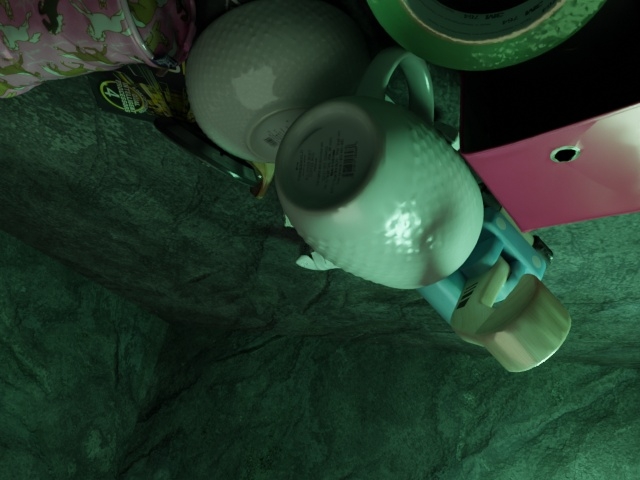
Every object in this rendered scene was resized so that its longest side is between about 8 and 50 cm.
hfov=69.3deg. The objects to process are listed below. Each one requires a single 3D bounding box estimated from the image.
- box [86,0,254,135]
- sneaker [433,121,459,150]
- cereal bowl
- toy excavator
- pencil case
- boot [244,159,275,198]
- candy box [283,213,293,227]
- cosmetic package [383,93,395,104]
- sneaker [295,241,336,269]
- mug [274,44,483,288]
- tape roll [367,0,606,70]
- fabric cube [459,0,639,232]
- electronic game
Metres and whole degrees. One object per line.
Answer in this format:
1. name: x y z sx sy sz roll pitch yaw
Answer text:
1. box: -0.281 -0.359 0.852 0.319 0.097 0.395 11 154 -7
2. sneaker: 0.232 -0.186 1.023 0.115 0.090 0.232 18 163 -29
3. cereal bowl: -0.060 -0.241 0.821 0.340 0.141 0.339 -12 158 -5
4. toy excavator: 0.305 0.086 0.903 0.222 0.445 0.433 45 144 -7
5. pencil case: -0.383 -0.315 0.697 0.387 0.160 0.167 0 119 20
6. boot: -0.206 -0.215 1.161 0.207 0.090 0.248 27 154 -4
7. candy box: 0.037 -0.098 1.178 0.234 0.159 0.071 9 153 3
8. cosmetic package: 0.055 -0.218 0.999 0.239 0.098 0.061 -14 147 43
9. sneaker: 0.000 0.000 1.413 0.211 0.137 0.366 -5 153 25
10. mug: 0.102 -0.124 0.751 0.276 0.373 0.328 15 175 33
11. tape roll: 0.206 -0.373 0.573 0.322 0.077 0.321 15 146 11
12. fabric cube: 0.391 -0.194 0.724 0.254 0.258 0.258 -13 145 38
13. electronic game: -0.225 -0.176 0.926 0.229 0.048 0.229 33 -173 -4
